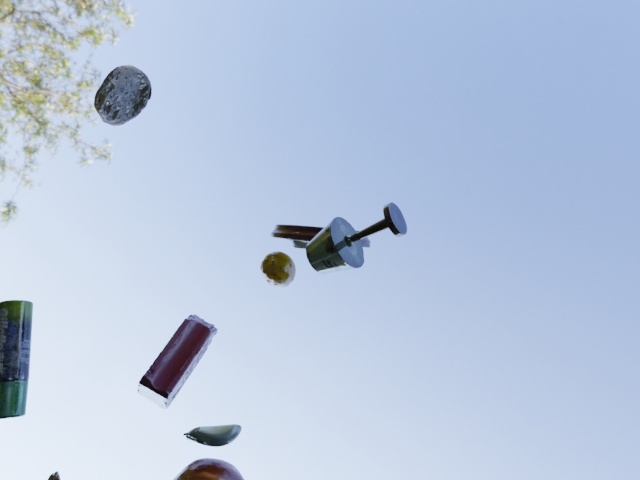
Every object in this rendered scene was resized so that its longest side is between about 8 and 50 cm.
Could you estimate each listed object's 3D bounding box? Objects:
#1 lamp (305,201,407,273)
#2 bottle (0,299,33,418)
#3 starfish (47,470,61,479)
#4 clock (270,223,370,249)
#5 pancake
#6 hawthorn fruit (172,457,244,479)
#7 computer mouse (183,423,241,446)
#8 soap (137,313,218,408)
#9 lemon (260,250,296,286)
[{"bbox_3d":[0.073,-0.003,0.973,0.214,0.121,0.121,-25,-109,30],"label":"lamp"},{"bbox_3d":[-0.898,0.344,1.334,0.093,0.093,0.330,-17,-110,25],"label":"bottle"},{"bbox_3d":[-0.372,0.476,0.692,0.062,0.277,0.236,-29,-125,-11],"label":"starfish"},{"bbox_3d":[0.000,0.000,1.448,0.318,0.318,0.080,4,-91,28],"label":"clock"},{"bbox_3d":[-0.438,-0.323,1.019,0.025,0.151,0.152,39,-79,10],"label":"pancake"},{"bbox_3d":[-0.210,0.505,0.858,0.189,0.189,0.189,-5,-100,27],"label":"hawthorn fruit"},{"bbox_3d":[-0.201,0.369,0.858,0.056,0.110,0.032,-53,-141,41],"label":"computer mouse"},{"bbox_3d":[-0.385,0.315,1.250,0.099,0.162,0.250,30,-124,1],"label":"soap"},{"bbox_3d":[-0.136,0.096,1.492,0.114,0.155,0.114,-4,-113,10],"label":"lemon"}]
